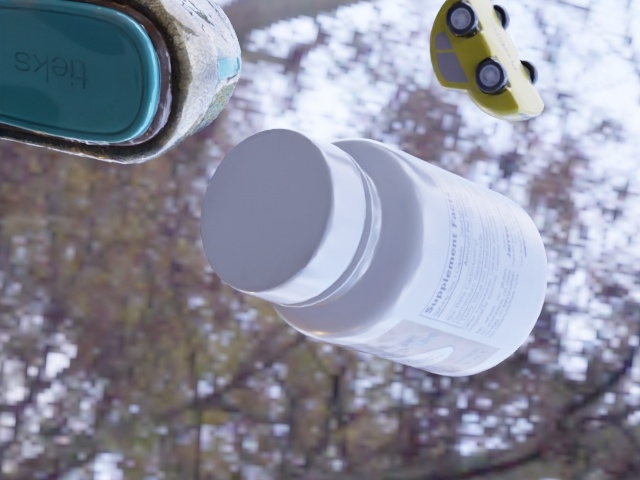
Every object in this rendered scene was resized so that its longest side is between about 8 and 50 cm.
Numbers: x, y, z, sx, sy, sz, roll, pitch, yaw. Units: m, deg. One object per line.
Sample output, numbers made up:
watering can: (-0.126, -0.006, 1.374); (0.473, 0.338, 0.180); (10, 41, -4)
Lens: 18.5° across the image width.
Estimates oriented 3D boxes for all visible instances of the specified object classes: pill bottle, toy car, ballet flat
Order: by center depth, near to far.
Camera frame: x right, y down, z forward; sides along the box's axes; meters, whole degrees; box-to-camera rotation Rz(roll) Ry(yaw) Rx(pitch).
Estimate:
ballet flat: (-0.198, -0.113, 1.021); (0.348, 0.123, 0.123); (13, -86, 23)
pill bottle: (0.035, 0.006, 1.251); (0.131, 0.229, 0.131); (-11, -109, 35)
toy car: (0.054, -0.201, 1.294); (0.053, 0.225, 0.239); (-30, -132, 27)
